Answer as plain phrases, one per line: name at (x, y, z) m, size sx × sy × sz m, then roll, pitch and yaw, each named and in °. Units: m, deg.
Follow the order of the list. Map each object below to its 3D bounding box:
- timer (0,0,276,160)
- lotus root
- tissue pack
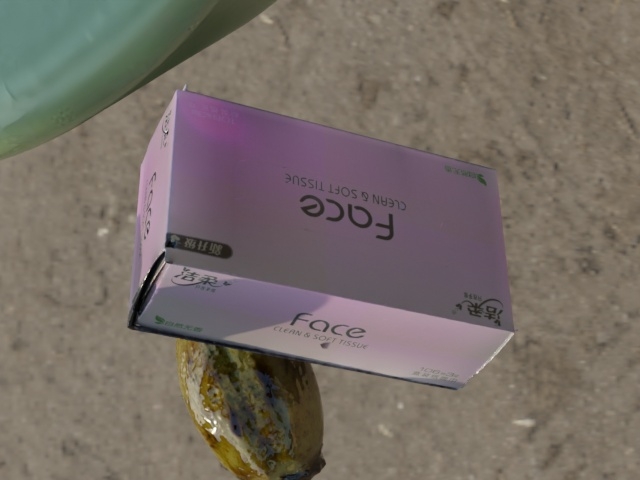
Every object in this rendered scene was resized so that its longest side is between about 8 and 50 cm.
timer at (-0.069, -0.190, 0.449) m, size 0.290 × 0.315 × 0.291 m, roll 6°, pitch 106°, yaw 22°
lotus root at (-0.064, 0.068, 1.003) m, size 0.110 × 0.097 × 0.258 m, roll -41°, pitch 53°, yaw 40°
tissue pack at (0.000, 0.000, 0.915) m, size 0.092 × 0.246 × 0.149 m, roll 123°, pitch 152°, yaw -48°
